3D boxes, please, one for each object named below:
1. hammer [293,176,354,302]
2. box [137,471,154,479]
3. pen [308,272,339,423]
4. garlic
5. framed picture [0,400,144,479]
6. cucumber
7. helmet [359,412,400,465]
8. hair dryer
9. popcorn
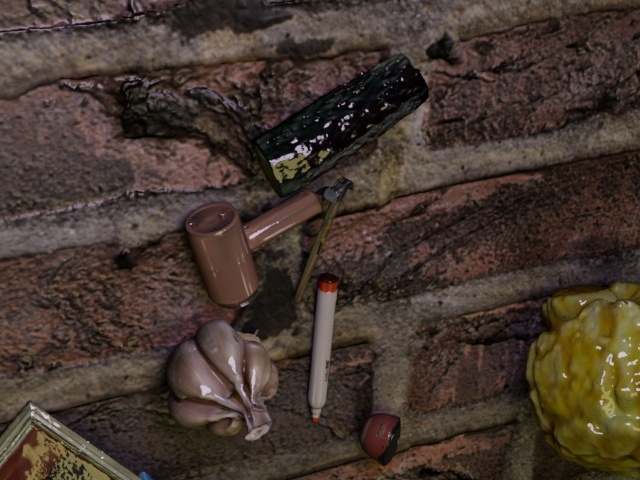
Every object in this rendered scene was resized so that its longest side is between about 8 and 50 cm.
[{"bbox_3d":[0.000,0.000,1.466,0.062,0.017,0.182,-45,161,-52],"label":"hammer"},{"bbox_3d":[-0.202,0.411,1.571,0.142,0.083,0.232,-38,130,-1],"label":"box"},{"bbox_3d":[0.002,0.139,1.564,0.026,0.026,0.218,-9,121,-25],"label":"pen"},{"bbox_3d":[-0.107,0.175,1.426,0.127,0.194,0.131,27,107,-28],"label":"garlic"},{"bbox_3d":[-0.291,0.344,1.450,0.273,0.016,0.216,37,93,-15],"label":"framed picture"},{"bbox_3d":[0.031,-0.126,1.402,0.211,0.062,0.078,-30,127,-11],"label":"cucumber"},{"bbox_3d":[0.076,0.259,1.662,0.084,0.049,0.065,86,27,-59],"label":"helmet"},{"bbox_3d":[-0.059,-0.010,1.425,0.181,0.064,0.117,-30,129,-18],"label":"hair dryer"},{"bbox_3d":[0.416,0.189,1.671,0.282,0.282,0.247,36,67,-39],"label":"popcorn"}]
